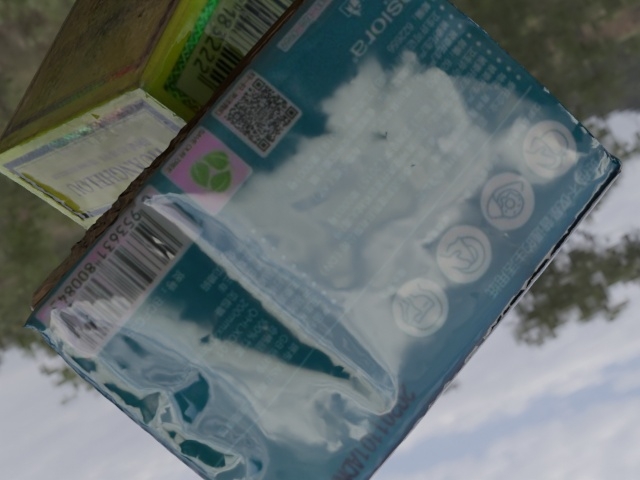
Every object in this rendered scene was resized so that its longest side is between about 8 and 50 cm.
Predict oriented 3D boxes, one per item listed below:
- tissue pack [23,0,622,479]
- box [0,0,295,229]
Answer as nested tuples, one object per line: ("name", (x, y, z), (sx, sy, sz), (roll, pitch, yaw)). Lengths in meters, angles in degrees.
("tissue pack", (0.000, 0.000, 0.483), (0.169, 0.120, 0.082), (-50, -172, -8))
("box", (-0.044, -0.119, 0.623), (0.141, 0.064, 0.220), (-15, -136, 54))
